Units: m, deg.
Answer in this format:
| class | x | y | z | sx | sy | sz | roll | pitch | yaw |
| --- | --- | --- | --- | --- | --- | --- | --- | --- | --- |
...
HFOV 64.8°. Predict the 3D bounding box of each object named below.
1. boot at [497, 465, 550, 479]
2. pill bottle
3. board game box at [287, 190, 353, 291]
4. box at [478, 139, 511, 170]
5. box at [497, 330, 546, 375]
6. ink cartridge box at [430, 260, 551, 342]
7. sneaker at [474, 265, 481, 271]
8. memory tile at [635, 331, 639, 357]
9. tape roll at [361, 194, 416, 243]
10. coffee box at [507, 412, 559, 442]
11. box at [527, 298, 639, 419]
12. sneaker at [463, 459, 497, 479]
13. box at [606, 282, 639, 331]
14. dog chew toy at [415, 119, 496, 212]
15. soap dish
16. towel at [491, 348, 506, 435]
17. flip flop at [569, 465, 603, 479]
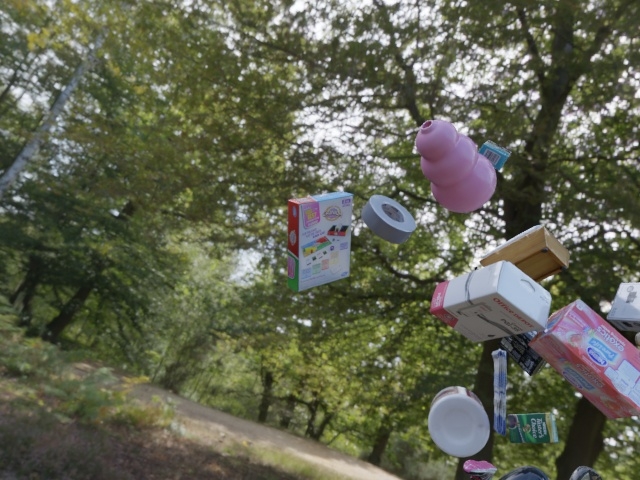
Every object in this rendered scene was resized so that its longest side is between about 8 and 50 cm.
| class | x | y | z | sx | sy | sz | roll | pitch | yaw |
| --- | --- | --- | --- | --- | --- | --- | --- | --- | --- |
| boot | 0.340 | 0.639 | 1.165 | 0.445 | 0.367 | 0.146 | 40 | 7 | -43 |
| pill bottle | 0.550 | 0.709 | 2.023 | 0.224 | 0.223 | 0.392 | 15 | -5 | 16 |
| board game box | 0.000 | 0.000 | 1.768 | 0.242 | 0.316 | 0.064 | -12 | 23 | -37 |
| box | 0.655 | -0.324 | 1.900 | 0.101 | 0.060 | 0.244 | 32 | 24 | 13 |
| box | 0.826 | 0.422 | 2.020 | 0.180 | 0.078 | 0.147 | 48 | -39 | 38 |
| ink cartridge box | 0.508 | 0.193 | 1.528 | 0.207 | 0.117 | 0.283 | 35 | -32 | -15 |
| sneaker | 0.596 | 0.191 | 1.745 | 0.223 | 0.083 | 0.098 | 56 | 3 | 32 |
| memory tile | 0.821 | 0.283 | 1.213 | 0.113 | 0.147 | 0.012 | -13 | -4 | -12 |
| tape roll | 0.273 | -0.086 | 2.021 | 0.219 | 0.219 | 0.072 | 26 | -58 | -13 |
| coffee box | 0.834 | 0.739 | 1.985 | 0.040 | 0.113 | 0.184 | 21 | -29 | -36 |
| box | 0.771 | 0.336 | 1.420 | 0.300 | 0.154 | 0.142 | 43 | -23 | 13 |
| sneaker | 0.510 | 0.757 | 1.627 | 0.063 | 0.074 | 0.170 | 16 | -7 | 46 |
| box | 1.194 | 0.238 | 1.786 | 0.087 | 0.169 | 0.290 | 36 | -18 | -14 |
| dog chew toy | 0.413 | -0.242 | 1.586 | 0.207 | 0.206 | 0.332 | 0 | -40 | 47 |
| soap dish | 0.828 | 0.086 | 2.037 | 0.291 | 0.118 | 0.229 | -34 | -52 | 30 |
| towel | 0.628 | 0.529 | 1.783 | 0.034 | 0.284 | 0.209 | 2 | -12 | 14 |
| flip flop | 0.580 | 0.599 | 1.137 | 0.080 | 0.112 | 0.277 | 30 | -27 | 50 |
